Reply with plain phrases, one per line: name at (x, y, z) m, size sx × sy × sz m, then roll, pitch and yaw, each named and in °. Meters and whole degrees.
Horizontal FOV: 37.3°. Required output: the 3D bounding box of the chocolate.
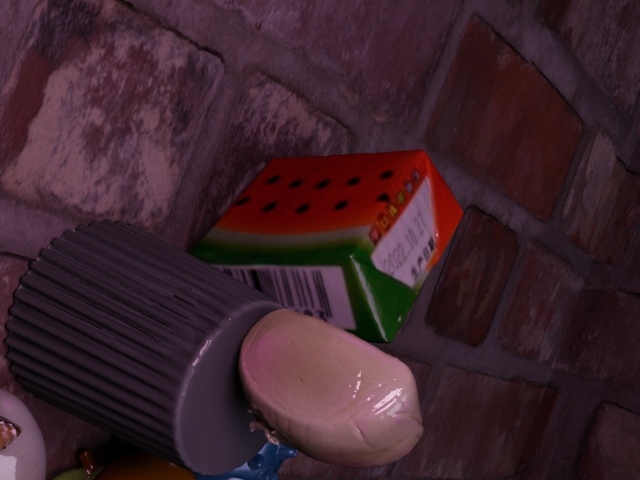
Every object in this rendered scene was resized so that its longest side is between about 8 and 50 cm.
chocolate at (0.000, 0.000, 1.530) m, size 0.341 × 0.360 × 0.161 m, roll -54°, pitch 134°, yaw -43°

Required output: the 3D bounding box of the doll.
doll at (-0.309, 0.410, 1.496) m, size 0.236 × 0.213 × 0.213 m, roll 47°, pitch 60°, yaw -7°

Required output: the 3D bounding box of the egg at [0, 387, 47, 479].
egg at (-0.445, 0.298, 1.273) m, size 0.151 × 0.151 × 0.209 m, roll -11°, pitch 113°, yaw -51°

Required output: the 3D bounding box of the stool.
stool at (-0.226, 0.153, 1.341) m, size 0.297 × 0.330 × 0.297 m, roll -27°, pitch 127°, yaw -43°

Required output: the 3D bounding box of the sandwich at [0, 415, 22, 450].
sandwich at (-0.498, 0.238, 1.132) m, size 0.220 × 0.108 × 0.186 m, roll -41°, pitch 95°, yaw -15°

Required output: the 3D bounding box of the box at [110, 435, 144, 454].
box at (-0.292, 0.295, 1.588) m, size 0.126 × 0.027 × 0.125 m, roll 2°, pitch 107°, yaw -55°

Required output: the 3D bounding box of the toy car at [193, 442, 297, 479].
toy car at (-0.139, 0.360, 1.665) m, size 0.255 × 0.190 × 0.188 m, roll -56°, pitch 149°, yaw -22°

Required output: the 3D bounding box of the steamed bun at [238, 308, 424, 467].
steamed bun at (0.003, 0.204, 1.186) m, size 0.152 × 0.239 × 0.170 m, roll -51°, pitch 147°, yaw -24°
